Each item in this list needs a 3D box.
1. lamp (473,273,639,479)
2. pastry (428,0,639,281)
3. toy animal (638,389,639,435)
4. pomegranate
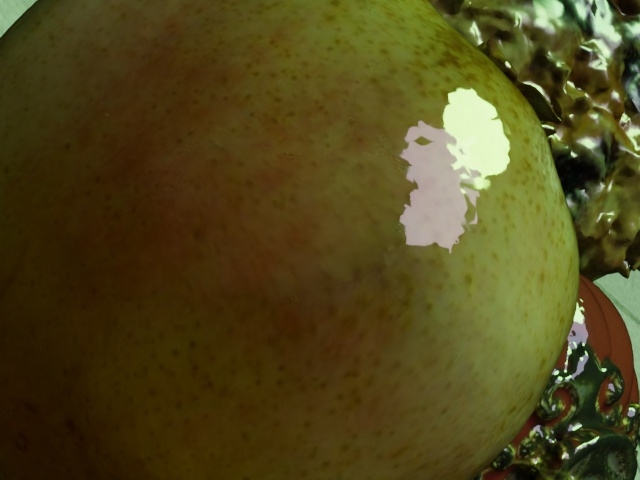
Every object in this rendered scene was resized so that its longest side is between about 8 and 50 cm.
[{"bbox_3d":[0.089,0.107,0.928,0.227,0.227,0.227,43,30,-33],"label":"lamp"},{"bbox_3d":[0.148,-0.116,1.151,0.405,0.292,0.337,-11,78,-48],"label":"pastry"},{"bbox_3d":[0.352,0.182,1.502,0.124,0.085,0.071,52,43,-5],"label":"toy animal"},{"bbox_3d":[-0.024,0.005,0.686,0.319,0.319,0.319,43,30,-33],"label":"pomegranate"}]
